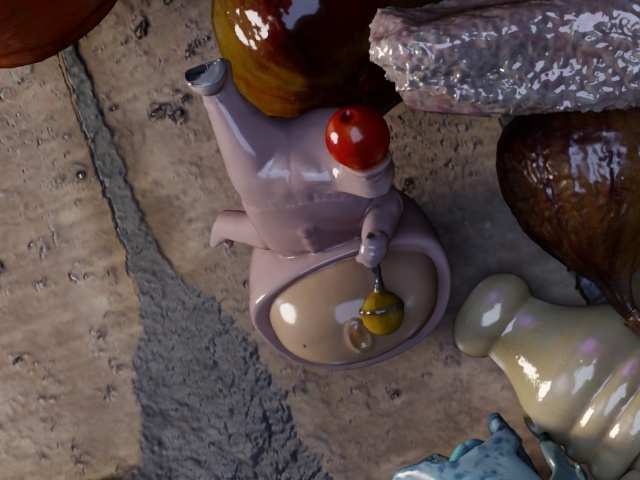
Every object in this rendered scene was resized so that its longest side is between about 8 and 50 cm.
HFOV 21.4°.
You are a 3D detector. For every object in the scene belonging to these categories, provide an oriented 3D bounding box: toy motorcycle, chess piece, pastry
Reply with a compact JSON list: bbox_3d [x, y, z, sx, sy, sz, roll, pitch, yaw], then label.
[{"bbox_3d":[0.157,0.260,1.240,0.154,0.206,0.260,-28,85,-26],"label":"toy motorcycle"},{"bbox_3d":[0.239,0.121,1.250,0.307,0.124,0.139,35,131,13],"label":"chess piece"},{"bbox_3d":[0.169,-0.137,1.146,0.265,0.103,0.112,-16,112,13],"label":"pastry"}]

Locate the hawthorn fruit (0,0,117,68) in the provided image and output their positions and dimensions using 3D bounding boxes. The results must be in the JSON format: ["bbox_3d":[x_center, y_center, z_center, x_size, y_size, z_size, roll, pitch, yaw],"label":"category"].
[{"bbox_3d":[-0.236,-0.272,1.243,0.311,0.295,0.295,-21,88,31],"label":"hawthorn fruit"}]

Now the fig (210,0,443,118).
[{"bbox_3d":[-0.041,-0.211,1.264,0.290,0.190,0.191,39,101,9],"label":"fig"}]

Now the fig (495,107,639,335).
[{"bbox_3d":[0.207,-0.007,1.229,0.133,0.146,0.201,-13,96,2],"label":"fig"}]

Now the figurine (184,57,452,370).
[{"bbox_3d":[0.000,0.000,1.215,0.176,0.287,0.186,-11,48,4],"label":"figurine"}]
